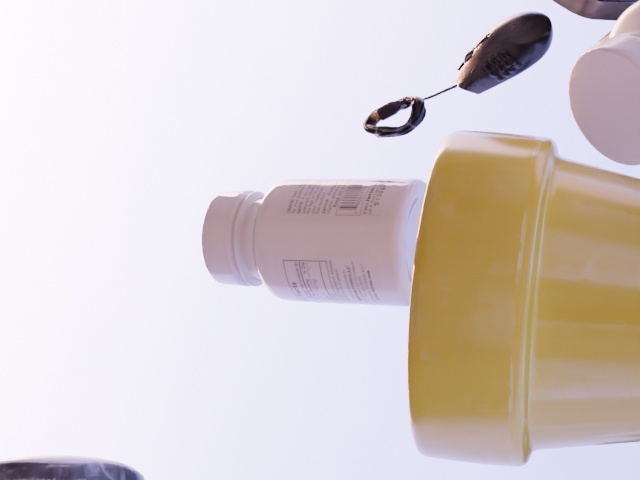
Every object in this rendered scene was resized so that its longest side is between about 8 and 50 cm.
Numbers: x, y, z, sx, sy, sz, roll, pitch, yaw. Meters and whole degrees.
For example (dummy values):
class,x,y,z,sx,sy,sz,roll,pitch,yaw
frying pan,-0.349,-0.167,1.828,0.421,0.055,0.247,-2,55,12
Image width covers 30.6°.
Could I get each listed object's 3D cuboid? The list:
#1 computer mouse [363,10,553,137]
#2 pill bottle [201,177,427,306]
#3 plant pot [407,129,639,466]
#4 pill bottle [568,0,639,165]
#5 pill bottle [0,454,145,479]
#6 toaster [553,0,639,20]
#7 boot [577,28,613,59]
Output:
class,x,y,z,sx,sy,sz,roll,pitch,yaw
computer mouse,0.130,-0.168,1.189,0.242,0.041,0.071,-27,-141,36
pill bottle,0.000,0.000,1.218,0.229,0.131,0.131,1,-106,24
plant pot,0.205,0.050,0.882,0.239,0.254,0.253,5,-104,14
pill bottle,0.258,-0.123,0.768,0.108,0.194,0.108,41,-33,35
pill bottle,-0.145,0.242,0.588,0.130,0.130,0.245,-29,-121,40
toaster,0.264,-0.323,1.128,0.185,0.110,0.168,47,-47,38
boot,0.366,-0.180,1.029,0.207,0.248,0.090,-23,-99,41
